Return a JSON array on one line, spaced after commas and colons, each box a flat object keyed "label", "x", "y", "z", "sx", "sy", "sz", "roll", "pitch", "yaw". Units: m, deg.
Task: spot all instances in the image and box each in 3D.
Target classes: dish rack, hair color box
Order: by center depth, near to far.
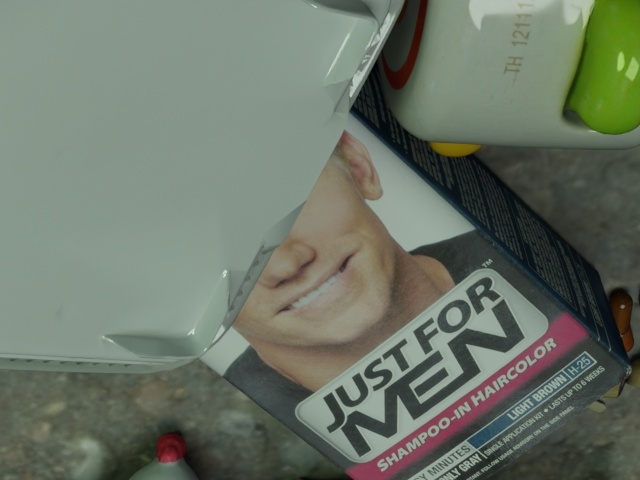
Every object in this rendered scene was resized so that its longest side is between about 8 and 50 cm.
[{"label": "dish rack", "x": -0.121, "y": -0.050, "z": 0.841, "sx": 0.332, "sy": 0.072, "sz": 0.286, "roll": 6, "pitch": 123, "yaw": -41}, {"label": "hair color box", "x": 0.000, "y": 0.000, "z": 1.106, "sx": 0.174, "sy": 0.105, "sz": 0.347, "roll": -39, "pitch": 121, "yaw": 19}]

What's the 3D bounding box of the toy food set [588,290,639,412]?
[{"label": "toy food set", "x": 0.194, "y": 0.062, "z": 1.228, "sx": 0.078, "sy": 0.019, "sz": 0.122, "roll": 27, "pitch": 118, "yaw": -24}]

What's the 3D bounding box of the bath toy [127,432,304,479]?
[{"label": "bath toy", "x": 0.023, "y": 0.201, "z": 1.245, "sx": 0.348, "sy": 0.129, "sz": 0.151, "roll": 7, "pitch": 161, "yaw": -7}]

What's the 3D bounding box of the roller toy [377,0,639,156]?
[{"label": "roller toy", "x": 0.098, "y": -0.141, "z": 0.965, "sx": 0.146, "sy": 0.209, "sz": 0.191, "roll": 2, "pitch": 87, "yaw": -9}]
